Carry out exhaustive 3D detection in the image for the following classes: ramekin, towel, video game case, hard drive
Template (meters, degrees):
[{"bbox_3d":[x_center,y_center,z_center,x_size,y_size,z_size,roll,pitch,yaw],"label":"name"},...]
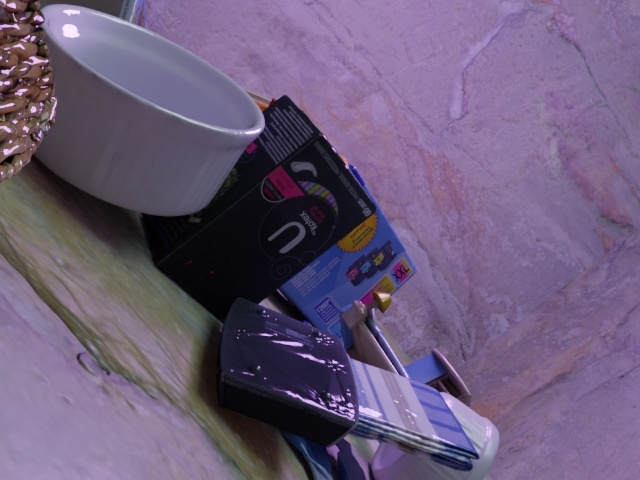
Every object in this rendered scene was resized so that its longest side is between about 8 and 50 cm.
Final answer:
[{"bbox_3d":[-0.217,-0.150,0.814,0.277,0.135,0.277,27,23,-12],"label":"ramekin"},{"bbox_3d":[0.063,0.221,0.951,0.284,0.034,0.209,20,12,-12],"label":"towel"},{"bbox_3d":[0.175,0.341,1.094,0.109,0.207,0.207,41,4,0],"label":"ramekin"},{"bbox_3d":[-0.301,-0.287,1.070,0.212,0.023,0.193,116,-20,-58],"label":"video game case"},{"bbox_3d":[-0.045,0.152,0.823,0.171,0.054,0.255,23,10,-8],"label":"hard drive"}]

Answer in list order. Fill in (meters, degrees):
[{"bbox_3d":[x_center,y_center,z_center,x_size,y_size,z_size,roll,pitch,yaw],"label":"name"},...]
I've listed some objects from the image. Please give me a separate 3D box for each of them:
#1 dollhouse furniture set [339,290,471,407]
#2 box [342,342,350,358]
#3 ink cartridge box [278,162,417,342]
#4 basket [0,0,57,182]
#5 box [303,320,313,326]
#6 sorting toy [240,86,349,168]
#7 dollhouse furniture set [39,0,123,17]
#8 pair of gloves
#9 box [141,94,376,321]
[{"bbox_3d":[0.194,0.262,1.295,0.286,0.198,0.303,55,-17,42],"label":"dollhouse furniture set"},{"bbox_3d":[0.092,0.317,1.537,0.207,0.036,0.114,53,4,14],"label":"box"},{"bbox_3d":[0.000,0.000,1.438,0.395,0.270,0.151,53,-10,-36],"label":"ink cartridge box"},{"bbox_3d":[-0.309,-0.118,0.387,0.299,0.222,0.214,-112,-164,-78],"label":"basket"},{"bbox_3d":[0.003,0.226,1.410,0.136,0.028,0.081,48,5,-19],"label":"box"},{"bbox_3d":[-0.092,-0.194,1.068,0.347,0.047,0.196,17,30,-32],"label":"sorting toy"},{"bbox_3d":[-0.442,-0.474,1.249,0.173,0.303,0.355,7,24,-25],"label":"dollhouse furniture set"},{"bbox_3d":[0.013,0.293,0.892,0.198,0.023,0.159,44,9,-34],"label":"pair of gloves"},{"bbox_3d":[-0.087,-0.041,0.954,0.165,0.270,0.143,48,5,-40],"label":"box"}]
